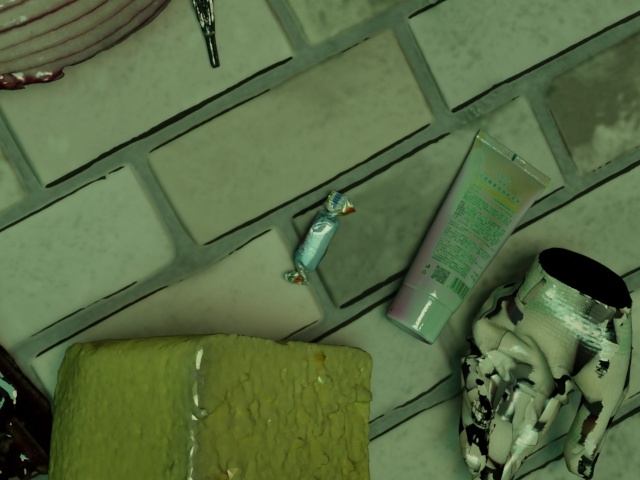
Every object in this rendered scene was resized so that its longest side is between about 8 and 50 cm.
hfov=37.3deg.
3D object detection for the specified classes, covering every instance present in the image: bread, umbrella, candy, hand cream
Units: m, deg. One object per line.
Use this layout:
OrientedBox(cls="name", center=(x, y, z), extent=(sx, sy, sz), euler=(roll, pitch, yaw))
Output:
OrientedBox(cls="bread", center=(-0.076, 0.204, 0.719), extent=(0.236, 0.198, 0.263), euler=(11, 79, -49))
OrientedBox(cls="umbrella", center=(-0.097, -0.266, 0.711), extent=(0.044, 0.044, 0.268), euler=(-28, 112, -43))
OrientedBox(cls="candy", center=(0.000, 0.000, 0.767), extent=(0.030, 0.020, 0.083), euler=(26, 94, -10))
OrientedBox(cls="hand cream", center=(0.118, 0.001, 0.779), extent=(0.076, 0.047, 0.174), euler=(33, 83, -12))

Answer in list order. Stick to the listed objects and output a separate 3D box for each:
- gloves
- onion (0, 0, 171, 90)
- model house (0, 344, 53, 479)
OrientedBox(cls="gloves", center=(0.174, 0.117, 0.776), extent=(0.128, 0.111, 0.212), euler=(11, 124, -16))
OrientedBox(cls="onion", center=(-0.219, -0.215, 0.641), extent=(0.283, 0.120, 0.227), euler=(-44, 131, 11))
OrientedBox(cls="model house", center=(-0.283, 0.137, 0.669), extent=(0.141, 0.164, 0.203), euler=(-43, 104, 3))
